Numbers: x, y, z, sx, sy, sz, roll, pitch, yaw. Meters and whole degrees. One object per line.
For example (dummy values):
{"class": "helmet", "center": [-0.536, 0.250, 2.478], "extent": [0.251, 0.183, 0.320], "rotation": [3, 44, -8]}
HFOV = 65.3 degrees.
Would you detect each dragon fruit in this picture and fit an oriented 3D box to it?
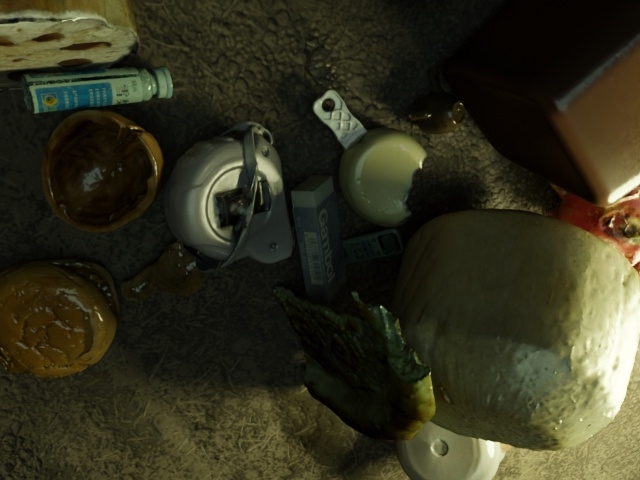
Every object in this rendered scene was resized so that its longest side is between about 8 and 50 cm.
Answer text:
{"class": "dragon fruit", "center": [0.527, -0.075, 0.878], "extent": [0.269, 0.250, 0.291], "rotation": [-37, 130, 7]}

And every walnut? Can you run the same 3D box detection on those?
{"class": "walnut", "center": [-0.317, -0.110, 0.752], "extent": [0.211, 0.087, 0.167], "rotation": [-30, 106, 23]}

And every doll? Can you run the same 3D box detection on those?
{"class": "doll", "center": [0.298, 0.446, 1.100], "extent": [0.250, 0.221, 0.221], "rotation": [-20, 117, 21]}

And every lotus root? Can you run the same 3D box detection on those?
{"class": "lotus root", "center": [-0.373, -0.295, 0.597], "extent": [0.271, 0.272, 0.192], "rotation": [-12, 104, -8]}

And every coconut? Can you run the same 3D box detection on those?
{"class": "coconut", "center": [0.311, 0.120, 0.839], "extent": [0.415, 0.416, 0.345], "rotation": [-29, 138, 0]}

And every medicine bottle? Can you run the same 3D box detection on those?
{"class": "medicine bottle", "center": [-0.306, -0.213, 0.698], "extent": [0.191, 0.051, 0.051], "rotation": [-17, 118, -33]}

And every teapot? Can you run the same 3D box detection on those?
{"class": "teapot", "center": [0.193, -0.234, 0.833], "extent": [0.084, 0.080, 0.111], "rotation": [-8, 103, -41]}

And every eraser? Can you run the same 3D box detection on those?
{"class": "eraser", "center": [0.000, 0.000, 0.873], "extent": [0.046, 0.092, 0.213], "rotation": [4, 117, 24]}

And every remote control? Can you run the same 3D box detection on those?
{"class": "remote control", "center": [0.088, 0.011, 0.916], "extent": [0.124, 0.018, 0.053], "rotation": [-12, 116, 21]}

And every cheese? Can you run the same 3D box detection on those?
{"class": "cheese", "center": [0.070, -0.129, 0.848], "extent": [0.248, 0.071, 0.164], "rotation": [25, 104, -21]}

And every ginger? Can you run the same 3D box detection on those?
{"class": "ginger", "center": [-0.261, 0.067, 0.861], "extent": [0.165, 0.067, 0.096], "rotation": [-33, 116, 17]}

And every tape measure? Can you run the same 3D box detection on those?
{"class": "tape measure", "center": [-0.144, -0.060, 0.785], "extent": [0.197, 0.120, 0.236], "rotation": [-22, 117, -34]}

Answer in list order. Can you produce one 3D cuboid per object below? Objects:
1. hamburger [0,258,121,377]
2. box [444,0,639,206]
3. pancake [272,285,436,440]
{"class": "hamburger", "center": [-0.439, 0.123, 0.823], "extent": [0.213, 0.108, 0.214], "rotation": [-3, 114, -6]}
{"class": "box", "center": [0.372, -0.235, 0.730], "extent": [0.229, 0.339, 0.239], "rotation": [-41, 115, 8]}
{"class": "pancake", "center": [0.046, 0.214, 0.831], "extent": [0.066, 0.426, 0.305], "rotation": [-35, 103, -24]}
